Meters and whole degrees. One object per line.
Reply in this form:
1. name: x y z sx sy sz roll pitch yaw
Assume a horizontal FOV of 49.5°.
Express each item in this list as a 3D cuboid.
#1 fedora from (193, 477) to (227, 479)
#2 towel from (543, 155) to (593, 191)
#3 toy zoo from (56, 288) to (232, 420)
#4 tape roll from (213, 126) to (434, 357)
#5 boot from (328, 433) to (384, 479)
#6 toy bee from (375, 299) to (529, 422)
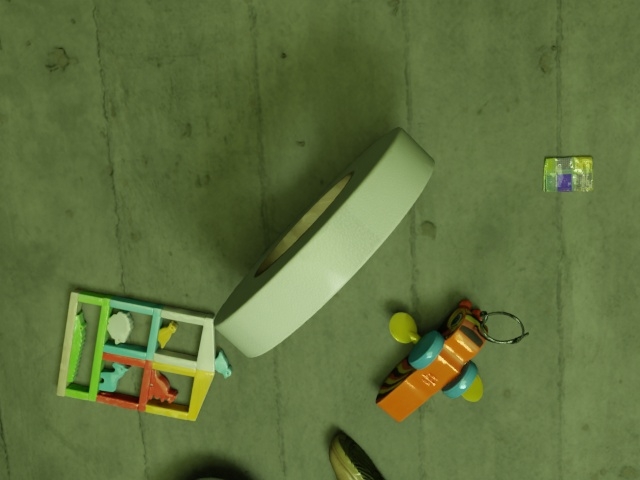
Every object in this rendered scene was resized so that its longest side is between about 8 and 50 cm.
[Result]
1. fedora: -0.180 0.545 1.220 0.243 0.124 0.276 -19 87 1
2. towel: 0.417 -0.111 1.163 0.083 0.009 0.060 0 101 0
3. toy zoo: -0.299 0.204 1.211 0.293 0.030 0.193 12 100 -1
4. tape roll: 0.000 0.000 0.996 0.072 0.392 0.392 44 97 -8
5. boot: 0.003 0.509 1.235 0.269 0.089 0.236 -36 93 9
6. toy bee: 0.225 0.184 1.162 0.298 0.162 0.195 -21 109 29
